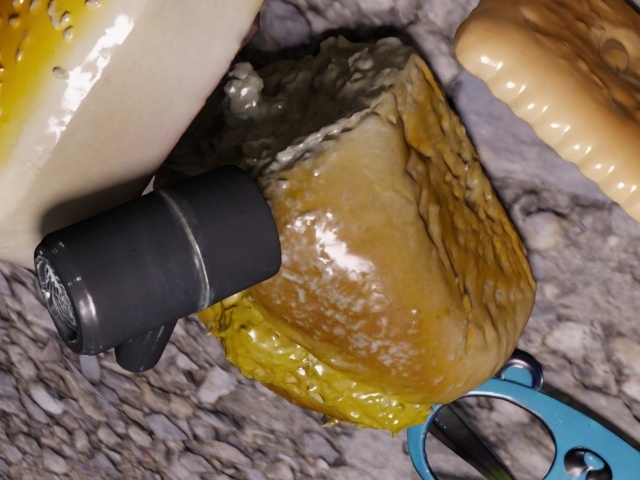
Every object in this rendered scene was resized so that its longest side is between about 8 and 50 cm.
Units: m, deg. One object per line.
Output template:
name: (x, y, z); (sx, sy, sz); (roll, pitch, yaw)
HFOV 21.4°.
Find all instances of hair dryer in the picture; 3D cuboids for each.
hair dryer: (-0.106, 0.038, 0.990); (0.071, 0.124, 0.219); (61, 158, 14)

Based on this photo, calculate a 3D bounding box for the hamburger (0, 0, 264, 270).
hamburger: (-0.144, -0.120, 0.993); (0.151, 0.227, 0.295); (33, 105, -21)

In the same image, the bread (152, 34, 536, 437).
bread: (0.000, 0.000, 1.062); (0.195, 0.176, 0.246); (-8, 121, 39)

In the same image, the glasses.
glasses: (0.153, 0.208, 1.201); (0.239, 0.102, 0.207); (33, 141, 7)

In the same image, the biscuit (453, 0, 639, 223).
biscuit: (0.185, -0.053, 0.880); (0.250, 0.160, 0.030); (42, 126, -1)
